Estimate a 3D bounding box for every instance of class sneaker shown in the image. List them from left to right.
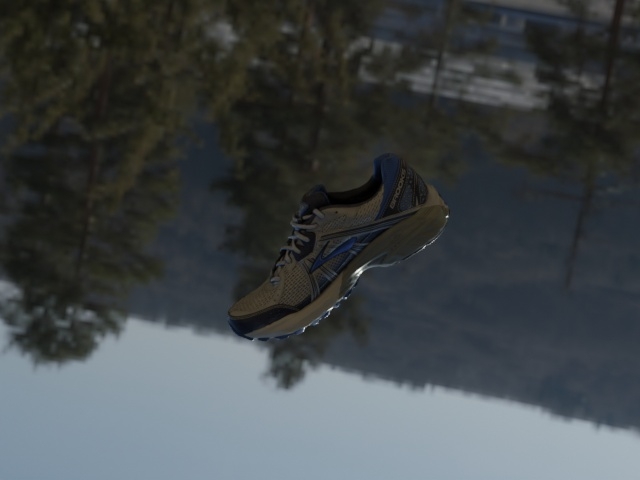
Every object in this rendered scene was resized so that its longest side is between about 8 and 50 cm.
[{"bbox_3d":[0.000,0.000,0.816,0.058,0.135,0.052,54,180,-23],"label":"sneaker"}]
